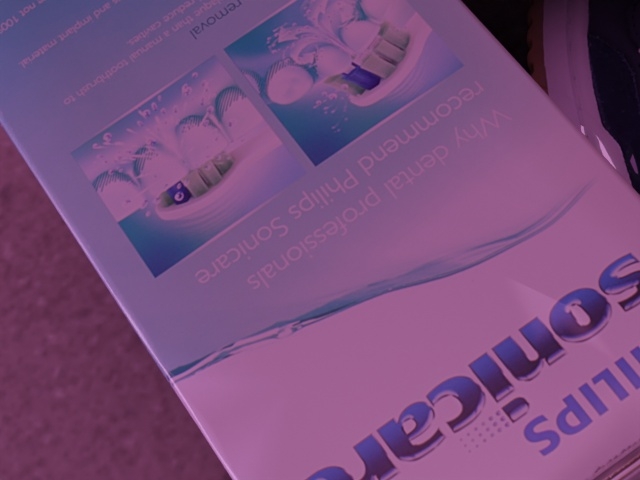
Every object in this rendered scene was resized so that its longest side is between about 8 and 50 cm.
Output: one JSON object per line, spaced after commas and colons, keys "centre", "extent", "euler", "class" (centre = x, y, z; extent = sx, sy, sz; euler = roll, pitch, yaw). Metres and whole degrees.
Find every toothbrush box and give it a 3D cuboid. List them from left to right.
{"centre": [0.000, 0.000, 0.486], "extent": [0.126, 0.216, 0.295], "euler": [-36, 63, -5], "class": "toothbrush box"}

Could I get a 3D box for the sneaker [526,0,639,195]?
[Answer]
{"centre": [0.166, -0.105, 0.521], "extent": [0.153, 0.099, 0.282], "euler": [-11, 47, 30], "class": "sneaker"}
